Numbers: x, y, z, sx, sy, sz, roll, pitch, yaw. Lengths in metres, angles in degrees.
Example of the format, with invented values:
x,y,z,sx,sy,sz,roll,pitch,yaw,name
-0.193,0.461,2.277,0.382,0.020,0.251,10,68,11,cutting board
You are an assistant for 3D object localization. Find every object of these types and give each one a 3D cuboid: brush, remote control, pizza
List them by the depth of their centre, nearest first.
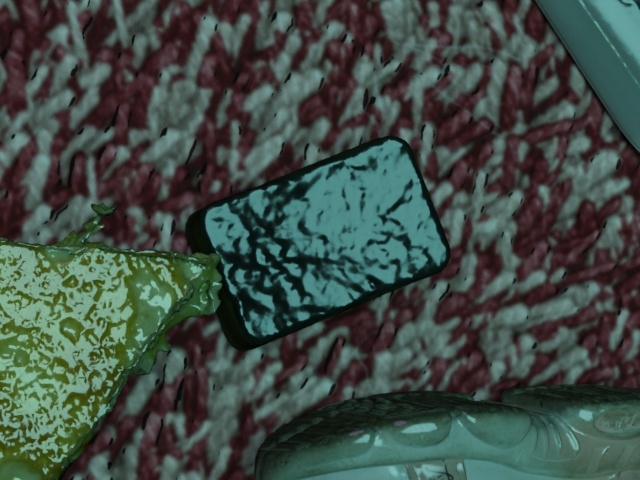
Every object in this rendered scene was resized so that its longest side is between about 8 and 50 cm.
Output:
x,y,z,sx,sy,sz,roll,pitch,yaw,name
-0.205,0.084,1.354,0.287,0.075,0.280,-19,95,-10,pizza
0.000,0.000,1.420,0.197,0.059,0.123,-22,90,-14,brush
0.241,-0.224,1.502,0.109,0.055,0.313,-35,94,-14,remote control

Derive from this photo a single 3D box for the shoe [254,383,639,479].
x,y,z,sx,sy,sz,roll,pitch,yaw,name
0.125,0.218,1.376,0.351,0.172,0.198,-3,89,-12,shoe
